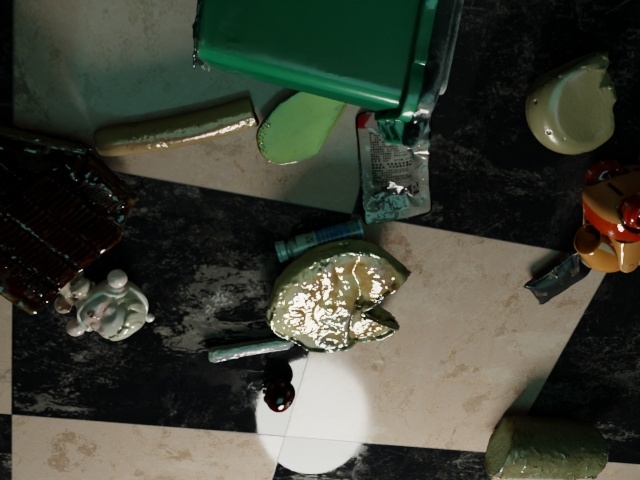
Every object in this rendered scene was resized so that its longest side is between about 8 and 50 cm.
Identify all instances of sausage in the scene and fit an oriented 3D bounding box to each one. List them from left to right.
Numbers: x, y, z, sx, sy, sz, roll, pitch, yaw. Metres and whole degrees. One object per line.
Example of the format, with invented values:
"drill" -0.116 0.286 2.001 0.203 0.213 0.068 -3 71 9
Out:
"sausage" -0.265 -0.205 0.997 0.301 0.065 0.065 -12 119 0

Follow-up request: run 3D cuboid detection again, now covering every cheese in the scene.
"cheese" 0.498 -0.257 1.066 0.175 0.091 0.202 -30 119 7

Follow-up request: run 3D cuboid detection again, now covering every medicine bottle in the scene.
"medicine bottle" 0.000 0.000 1.150 0.191 0.051 0.051 -15 119 -1

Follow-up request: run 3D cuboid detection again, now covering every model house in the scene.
"model house" -0.521 -0.057 0.894 0.297 0.282 0.317 -28 121 16

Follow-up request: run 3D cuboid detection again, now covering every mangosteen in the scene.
"mangosteen" -0.101 0.377 1.322 0.081 0.081 0.081 -3 118 -7

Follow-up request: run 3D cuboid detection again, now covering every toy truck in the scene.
"toy truck" 0.679 -0.052 1.155 0.265 0.189 0.239 -16 129 0

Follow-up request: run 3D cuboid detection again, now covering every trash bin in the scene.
"trash bin" 0.005 -0.320 0.859 0.381 0.259 0.295 9 101 -5

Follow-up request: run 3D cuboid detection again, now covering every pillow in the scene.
"pillow" 0.561 0.088 1.282 0.150 0.048 0.090 -41 108 18

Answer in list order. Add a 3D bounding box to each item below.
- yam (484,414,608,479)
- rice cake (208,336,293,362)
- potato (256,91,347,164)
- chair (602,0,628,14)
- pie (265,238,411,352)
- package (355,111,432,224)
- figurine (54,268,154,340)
"yam" 0.603 0.567 1.476 0.304 0.168 0.168 7 117 -10
"rice cake" -0.160 0.254 1.272 0.208 0.033 0.033 -8 109 -5
"potato" -0.033 -0.226 1.026 0.119 0.054 0.198 42 100 -19
"chair" 0.657 -0.509 0.922 0.326 0.159 0.170 -27 119 11
"pie" 0.036 0.132 1.186 0.338 0.075 0.337 -2 129 -3
"package" 0.155 -0.149 1.105 0.154 0.030 0.239 -8 119 -3
"figurine" -0.464 0.121 1.108 0.257 0.144 0.182 43 84 -23
